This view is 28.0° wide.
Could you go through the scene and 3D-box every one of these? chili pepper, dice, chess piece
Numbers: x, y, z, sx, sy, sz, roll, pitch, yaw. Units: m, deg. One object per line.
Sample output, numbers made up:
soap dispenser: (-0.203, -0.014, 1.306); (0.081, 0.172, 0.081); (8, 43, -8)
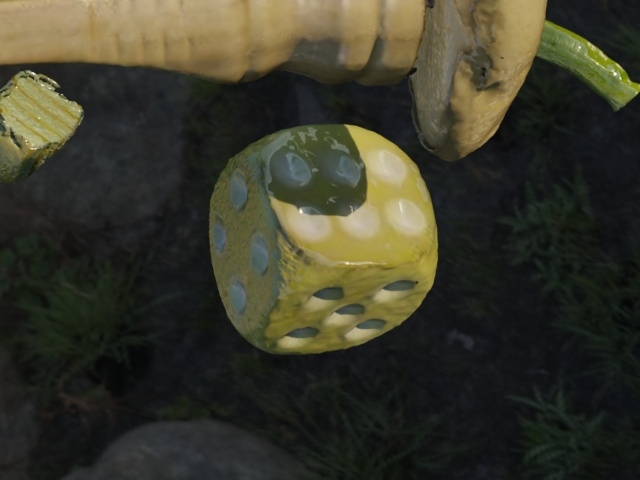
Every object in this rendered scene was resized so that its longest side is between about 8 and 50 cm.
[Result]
chili pepper: (0.235, -0.195, 1.312); (0.202, 0.050, 0.052); (27, 75, 2)
dice: (0.000, 0.000, 1.217); (0.169, 0.169, 0.166); (-59, 43, 51)
chess piece: (-0.086, -0.154, 0.855); (0.137, 0.301, 0.137); (173, 90, -75)

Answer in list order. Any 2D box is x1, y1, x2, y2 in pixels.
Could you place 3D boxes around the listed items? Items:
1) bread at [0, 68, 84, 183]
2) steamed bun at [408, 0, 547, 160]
bread: (-0.353, -0.121, 1.501); (0.103, 0.156, 0.110); (39, 116, -3)
steamed bun: (0.127, -0.199, 1.020); (0.212, 0.110, 0.231); (137, 120, -68)
